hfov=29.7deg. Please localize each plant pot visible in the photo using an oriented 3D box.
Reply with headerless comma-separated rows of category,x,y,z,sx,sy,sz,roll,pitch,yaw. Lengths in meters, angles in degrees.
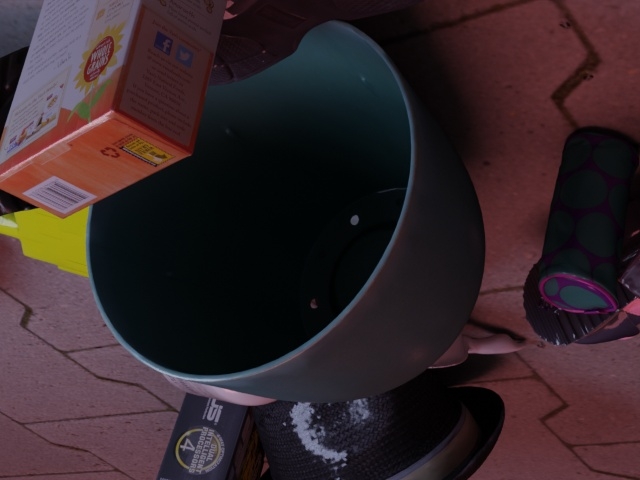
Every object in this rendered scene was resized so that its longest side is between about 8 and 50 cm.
plant pot,0.000,0.000,0.977,0.293,0.293,0.235,-7,157,31

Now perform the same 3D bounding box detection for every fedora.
fedora,0.033,0.202,1.355,0.334,0.334,0.152,-18,106,42

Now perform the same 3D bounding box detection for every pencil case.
pencil case,0.217,-0.013,0.974,0.064,0.152,0.070,-6,143,34

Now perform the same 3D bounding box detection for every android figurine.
android figurine,-0.226,-0.022,1.241,0.273,0.056,0.248,14,149,4

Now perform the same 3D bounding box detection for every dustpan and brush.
dustpan and brush,0.125,0.105,1.276,0.211,0.060,0.147,-9,-164,-20

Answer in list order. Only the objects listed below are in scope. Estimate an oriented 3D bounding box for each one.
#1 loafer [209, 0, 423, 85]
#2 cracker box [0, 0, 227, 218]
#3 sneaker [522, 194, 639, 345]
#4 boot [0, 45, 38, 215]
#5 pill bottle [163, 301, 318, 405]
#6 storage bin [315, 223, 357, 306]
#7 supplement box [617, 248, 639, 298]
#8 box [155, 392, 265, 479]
loafer,-0.005,-0.200,0.828,0.302,0.095,0.109,-19,154,38
cracker box,-0.134,-0.146,0.825,0.067,0.232,0.155,28,148,-34
sneaker,0.328,0.002,1.031,0.131,0.112,0.319,3,158,-43
boot,-0.317,-0.083,1.087,0.131,0.348,0.260,70,166,-12
pill bottle,-0.081,0.104,1.250,0.131,0.131,0.229,28,166,-22
storage bin,0.061,0.034,1.191,0.091,0.098,0.135,-2,158,-29
supplement box,0.323,-0.011,0.887,0.104,0.081,0.188,45,120,24
box,-0.166,0.390,1.560,0.097,0.395,0.318,12,148,8
